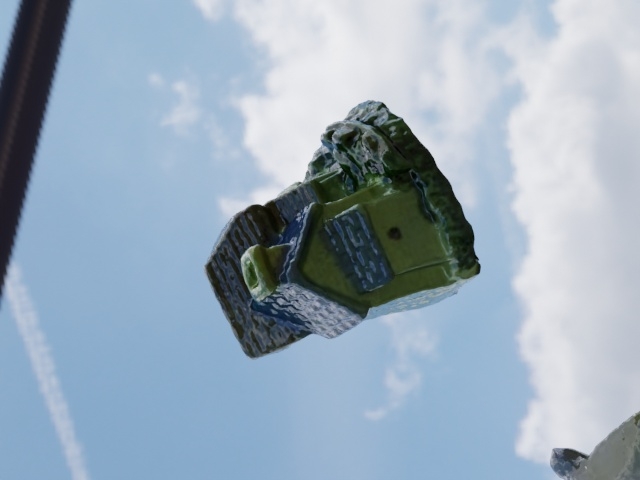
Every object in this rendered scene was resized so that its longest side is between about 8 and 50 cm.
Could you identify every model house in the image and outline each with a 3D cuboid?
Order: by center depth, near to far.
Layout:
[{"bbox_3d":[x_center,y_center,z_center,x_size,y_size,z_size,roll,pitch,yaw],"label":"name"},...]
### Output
[{"bbox_3d":[0.000,0.000,1.188,0.189,0.214,0.195,-25,-91,-23],"label":"model house"}]

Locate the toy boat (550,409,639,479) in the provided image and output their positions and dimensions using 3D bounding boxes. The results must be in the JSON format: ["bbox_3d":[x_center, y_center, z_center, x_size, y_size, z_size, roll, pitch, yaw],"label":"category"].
[{"bbox_3d":[0.304,0.110,0.587,0.293,0.276,0.111,29,-144,-21],"label":"toy boat"}]
